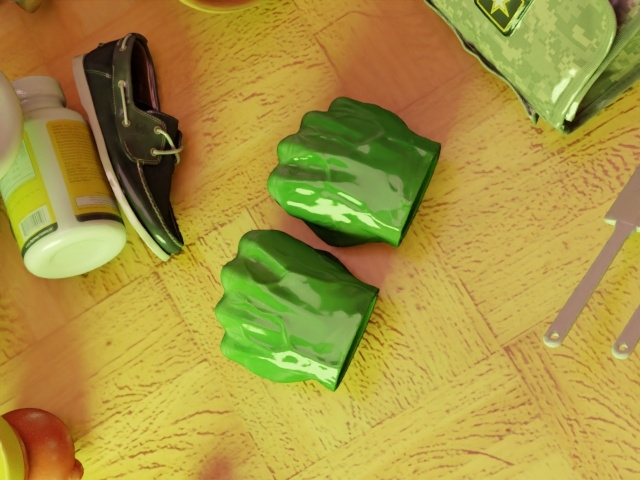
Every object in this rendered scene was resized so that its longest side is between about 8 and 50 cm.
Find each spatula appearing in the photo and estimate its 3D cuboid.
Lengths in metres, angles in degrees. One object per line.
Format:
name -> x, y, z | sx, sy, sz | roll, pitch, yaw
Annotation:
spatula -> 0.307, 0.024, 1.499 | 0.168, 0.019, 0.242 | 18, 50, 26

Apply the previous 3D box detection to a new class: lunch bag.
lunch bag -> 0.237, -0.267, 1.577 | 0.287, 0.169, 0.235 | -44, 69, 8

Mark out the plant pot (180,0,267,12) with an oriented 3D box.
plant pot -> -0.126, -0.386, 1.652 | 0.203, 0.291, 0.291 | 30, 88, 35

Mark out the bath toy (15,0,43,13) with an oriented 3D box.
bath toy -> -0.431, -0.336, 1.786 | 0.348, 0.151, 0.129 | 21, 49, 20

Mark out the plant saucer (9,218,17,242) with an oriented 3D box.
plant saucer -> -0.277, -0.026, 1.742 | 0.083, 0.015, 0.083 | -3, 78, 14

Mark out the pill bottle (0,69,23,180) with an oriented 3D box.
pill bottle -> -0.392, -0.074, 1.645 | 0.153, 0.265, 0.153 | 10, 68, -26

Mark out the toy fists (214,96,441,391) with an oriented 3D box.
toy fists -> 0.000, 0.000, 1.625 | 0.142, 0.096, 0.279 | 23, 84, 8

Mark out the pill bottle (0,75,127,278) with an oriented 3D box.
pill bottle -> -0.261, -0.064, 1.683 | 0.103, 0.103, 0.184 | -24, 69, 9

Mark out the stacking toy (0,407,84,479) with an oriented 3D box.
stacking toy -> -0.391, 0.186, 1.711 | 0.279, 0.130, 0.309 | -48, 67, 29

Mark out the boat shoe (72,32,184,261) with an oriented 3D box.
boat shoe -> -0.174, -0.093, 1.692 | 0.079, 0.084, 0.233 | -22, 72, 10
